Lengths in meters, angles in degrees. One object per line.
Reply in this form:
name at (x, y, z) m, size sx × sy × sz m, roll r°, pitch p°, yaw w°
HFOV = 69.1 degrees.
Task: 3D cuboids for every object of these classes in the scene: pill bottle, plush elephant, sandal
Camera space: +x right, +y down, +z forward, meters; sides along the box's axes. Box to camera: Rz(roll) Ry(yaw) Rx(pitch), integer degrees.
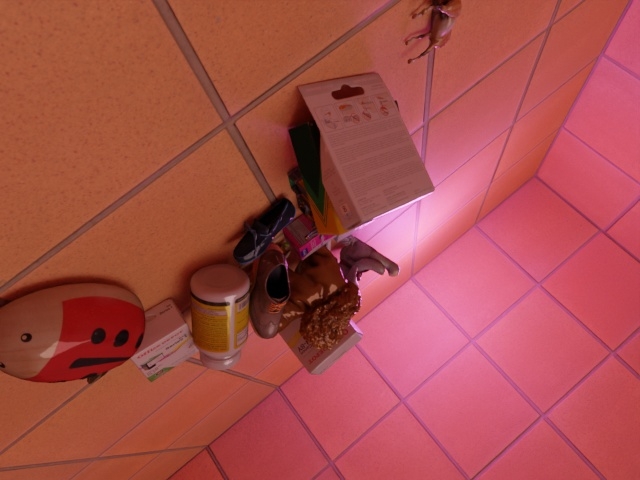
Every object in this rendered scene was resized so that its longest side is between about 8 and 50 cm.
pill bottle at (-0.334, 0.261, 1.548) m, size 0.188 × 0.188 × 0.333 m, roll -21°, pitch 129°, yaw -41°
plush elephant at (0.149, 0.128, 2.126) m, size 0.330 × 0.272 × 0.255 m, roll 30°, pitch 95°, yaw -37°
sandal at (-0.711, 0.380, 1.483) m, size 0.072 × 0.049 × 0.180 m, roll -20°, pitch 135°, yaw -52°

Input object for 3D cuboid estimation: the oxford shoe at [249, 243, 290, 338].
oxford shoe at (-0.171, 0.199, 1.556) m, size 0.130 × 0.133 × 0.363 m, roll -9°, pitch 120°, yaw -23°

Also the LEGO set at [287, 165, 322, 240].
LEGO set at (0.042, -0.147, 1.519) m, size 0.255 × 0.192 × 0.331 m, roll -33°, pitch 156°, yaw -20°

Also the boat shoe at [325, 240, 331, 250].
boat shoe at (0.000, 0.000, 1.887) m, size 0.076 × 0.080 × 0.228 m, roll -14°, pitch 153°, yaw -17°

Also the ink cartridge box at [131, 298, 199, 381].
ink cartridge box at (-0.545, 0.345, 1.581) m, size 0.202 × 0.117 × 0.278 m, roll -32°, pitch 155°, yaw -22°

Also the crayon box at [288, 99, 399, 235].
crayon box at (0.114, -0.217, 1.364) m, size 0.363 × 0.312 × 0.106 m, roll -25°, pitch -167°, yaw -36°

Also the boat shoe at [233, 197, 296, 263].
boat shoe at (-0.192, -0.043, 1.491) m, size 0.258 × 0.109 × 0.089 m, roll -52°, pitch 154°, yaw -17°

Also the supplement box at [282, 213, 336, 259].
supplement box at (-0.018, -0.046, 1.718) m, size 0.220 × 0.114 × 0.111 m, roll -35°, pitch 158°, yaw -11°

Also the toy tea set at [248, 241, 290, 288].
toy tea set at (-0.256, 0.116, 1.684) m, size 0.336 × 0.124 × 0.200 m, roll -45°, pitch -173°, yaw 0°

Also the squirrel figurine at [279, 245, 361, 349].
squirrel figurine at (-0.059, 0.250, 1.808) m, size 0.370 × 0.397 × 0.281 m, roll -43°, pitch 172°, yaw -24°

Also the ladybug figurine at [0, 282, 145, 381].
ladybug figurine at (-0.632, 0.254, 1.218) m, size 0.305 × 0.162 × 0.449 m, roll -47°, pitch 157°, yaw 13°

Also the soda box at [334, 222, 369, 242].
soda box at (0.137, -0.081, 1.957) m, size 0.216 × 0.069 × 0.073 m, roll -29°, pitch 156°, yaw -25°

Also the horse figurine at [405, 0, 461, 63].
horse figurine at (0.324, -0.609, 1.292) m, size 0.175 × 0.066 × 0.263 m, roll -29°, pitch 158°, yaw -15°

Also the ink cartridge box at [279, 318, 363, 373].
ink cartridge box at (-0.038, 0.361, 2.073) m, size 0.279 × 0.384 × 0.160 m, roll -42°, pitch 158°, yaw 1°

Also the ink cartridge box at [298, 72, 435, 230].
ink cartridge box at (0.116, -0.252, 1.272) m, size 0.308 × 0.384 × 0.091 m, roll -23°, pitch 176°, yaw -35°
